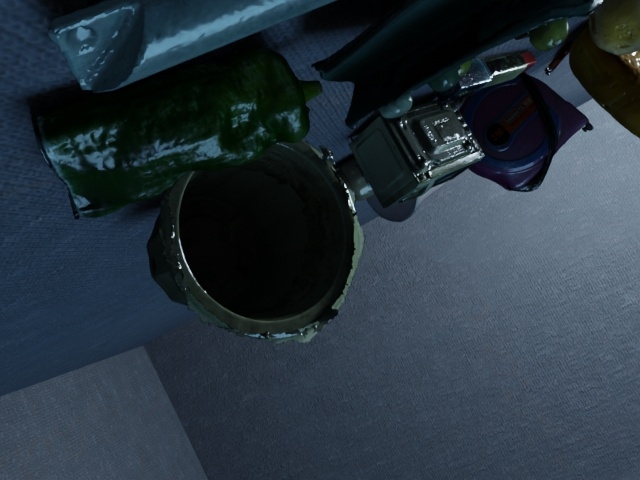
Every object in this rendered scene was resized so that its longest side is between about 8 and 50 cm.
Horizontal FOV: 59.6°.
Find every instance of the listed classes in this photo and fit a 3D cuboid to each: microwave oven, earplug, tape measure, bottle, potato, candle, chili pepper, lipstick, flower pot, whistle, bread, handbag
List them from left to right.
[{"bbox_3d":[-0.117,-0.110,0.529,0.270,0.099,0.136,-20,148,-17],"label":"chili pepper"},{"bbox_3d":[-0.124,0.006,0.795,0.290,0.291,0.259,-24,-175,-35],"label":"flower pot"},{"bbox_3d":[-0.032,-0.186,0.396,0.312,0.062,0.062,-27,174,-12],"label":"whistle"},{"bbox_3d":[0.100,-0.139,1.237,0.209,0.110,0.097,-28,144,-5],"label":"bottle"},{"bbox_3d":[0.187,-0.173,1.058,0.204,0.163,0.129,-25,175,-36],"label":"microwave oven"},{"bbox_3d":[0.267,-0.188,1.465,0.301,0.172,0.172,-33,178,-36],"label":"earplug"},{"bbox_3d":[0.162,-0.216,0.535,0.274,0.100,0.268,-37,-169,-38],"label":"handbag"},{"bbox_3d":[0.314,-0.308,1.028,0.312,0.051,0.051,-24,172,-40],"label":"lipstick"},{"bbox_3d":[0.413,-0.232,1.207,0.231,0.245,0.149,-45,174,6],"label":"tape measure"},{"bbox_3d":[0.556,-0.423,1.311,0.026,0.021,0.167,-48,174,-1],"label":"candle"},{"bbox_3d":[0.492,-0.374,0.841,0.150,0.146,0.234,7,-138,40],"label":"potato"},{"bbox_3d":[0.722,-0.348,1.195,0.336,0.328,0.148,-29,164,-25],"label":"bread"}]
